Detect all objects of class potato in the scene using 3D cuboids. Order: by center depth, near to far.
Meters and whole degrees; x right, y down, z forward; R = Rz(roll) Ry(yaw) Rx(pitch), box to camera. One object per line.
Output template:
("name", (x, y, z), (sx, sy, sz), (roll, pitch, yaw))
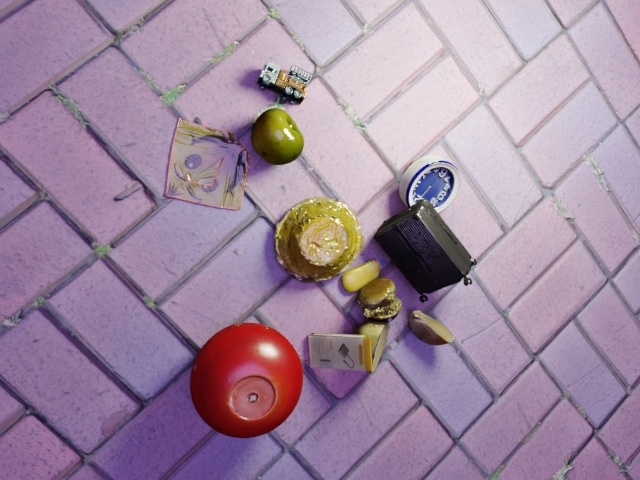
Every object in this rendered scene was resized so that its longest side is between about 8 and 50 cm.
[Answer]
("potato", (0.179, 0.384, 1.785), (0.117, 0.182, 0.202), (16, 113, 17))

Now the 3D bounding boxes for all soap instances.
("soap", (0.159, 0.137, 1.816), (0.169, 0.033, 0.089), (-23, 103, -13))

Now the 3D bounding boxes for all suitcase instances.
("suitcase", (0.387, 0.036, 1.759), (0.335, 0.230, 0.152), (50, 40, -11))

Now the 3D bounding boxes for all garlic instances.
("garlic", (0.417, 0.344, 1.857), (0.196, 0.101, 0.087), (39, 51, -7))

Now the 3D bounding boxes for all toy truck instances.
("toy truck", (-0.130, -0.574, 1.691), (0.178, 0.080, 0.115), (21, 81, -16))

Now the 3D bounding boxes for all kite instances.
("kite", (-0.407, -0.252, 1.663), (0.327, 0.013, 0.377), (-38, 101, -10))

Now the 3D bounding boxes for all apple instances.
("apple", (-0.151, -0.355, 1.641), (0.157, 0.196, 0.196), (-35, 102, 24))

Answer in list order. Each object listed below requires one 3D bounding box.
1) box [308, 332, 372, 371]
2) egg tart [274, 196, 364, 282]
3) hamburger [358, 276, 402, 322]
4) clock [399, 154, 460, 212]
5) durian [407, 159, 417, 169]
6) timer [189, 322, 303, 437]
("box", (0.073, 0.408, 1.730), (0.247, 0.033, 0.129), (-2, 92, 24))
("egg tart", (-0.001, 0.000, 1.719), (0.342, 0.132, 0.341), (-1, 93, -13))
("hamburger", (0.211, 0.222, 1.758), (0.185, 0.159, 0.131), (-47, 124, -40))
("clock", (0.415, -0.208, 1.800), (0.231, 0.083, 0.230), (-13, 128, -17))
("durian", (0.381, -0.272, 1.841), (0.091, 0.080, 0.080), (10, 89, -26))
("timer", (-0.246, 0.470, 1.597), (0.378, 0.279, 0.377), (-1, 95, -16))
